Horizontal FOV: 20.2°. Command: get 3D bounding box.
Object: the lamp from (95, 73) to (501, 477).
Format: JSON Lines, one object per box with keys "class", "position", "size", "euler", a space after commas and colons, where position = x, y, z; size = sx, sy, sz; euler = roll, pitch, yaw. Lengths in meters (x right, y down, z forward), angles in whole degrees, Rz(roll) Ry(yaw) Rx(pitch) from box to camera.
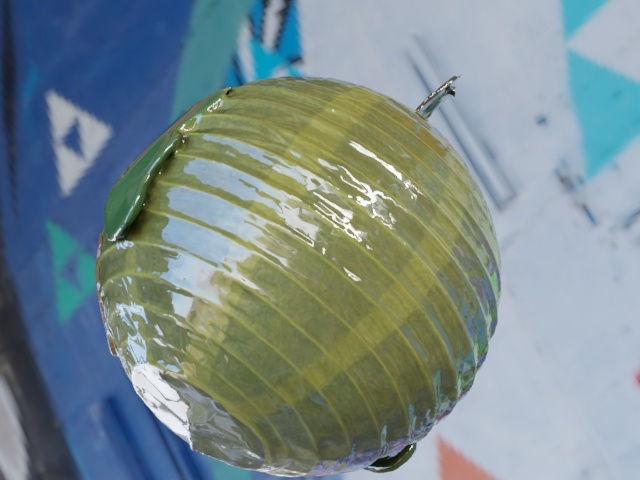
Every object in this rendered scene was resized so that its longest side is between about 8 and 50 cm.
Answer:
{"class": "lamp", "position": [0.000, 0.000, 1.080], "size": [0.284, 0.250, 0.250], "euler": [-55, -11, -23]}
